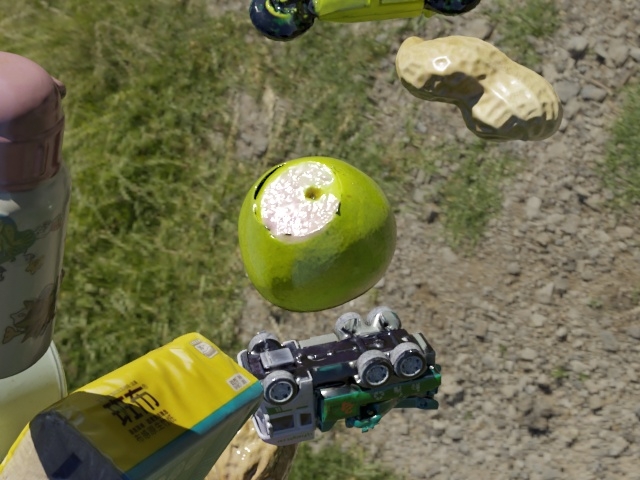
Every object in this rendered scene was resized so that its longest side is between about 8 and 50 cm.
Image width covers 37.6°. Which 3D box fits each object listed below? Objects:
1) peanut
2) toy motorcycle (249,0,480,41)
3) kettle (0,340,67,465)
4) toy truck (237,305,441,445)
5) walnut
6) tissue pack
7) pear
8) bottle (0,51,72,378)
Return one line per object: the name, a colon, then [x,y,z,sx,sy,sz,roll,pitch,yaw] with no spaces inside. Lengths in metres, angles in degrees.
peanut: [0.209,-0.203,1.242,0.233,0.197,0.110,33,107,-2]
toy motorcycle: [0.058,-0.383,1.325,0.142,0.342,0.206,110,150,-74]
kettle: [-0.425,0.207,0.944,0.265,0.318,0.205,53,125,14]
toy truck: [0.043,0.243,1.643,0.176,0.363,0.178,-123,28,-61]
walnut: [-0.136,0.388,1.815,0.198,0.198,0.245,-8,50,43]
tissue pack: [-0.204,0.224,0.995,0.134,0.271,0.192,38,112,12]
pear: [0.000,0.000,1.109,0.187,0.220,0.188,-8,60,15]
bottle: [-0.253,-0.020,0.718,0.120,0.120,0.253,48,134,39]
